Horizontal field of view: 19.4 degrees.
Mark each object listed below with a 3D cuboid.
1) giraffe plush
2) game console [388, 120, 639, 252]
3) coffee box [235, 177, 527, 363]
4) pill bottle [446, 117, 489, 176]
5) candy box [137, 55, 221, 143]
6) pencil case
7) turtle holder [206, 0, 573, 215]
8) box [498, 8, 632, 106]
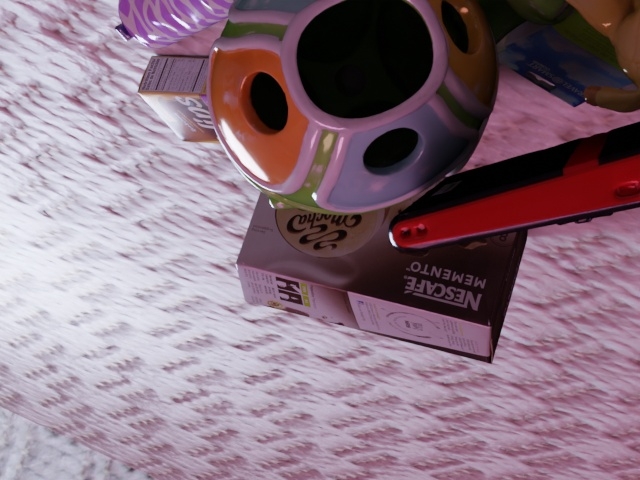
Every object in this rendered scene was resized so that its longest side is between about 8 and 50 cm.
[{"bbox_3d":[0.311,-0.189,1.521,0.181,0.210,0.170,-13,172,43],"label":"giraffe plush"},{"bbox_3d":[0.248,-0.057,1.611,0.342,0.060,0.386,-16,-177,12],"label":"game console"},{"bbox_3d":[0.073,0.013,2.125,0.297,0.168,0.119,14,157,11],"label":"coffee box"},{"bbox_3d":[0.055,-0.152,1.827,0.215,0.117,0.117,22,157,-9],"label":"pill bottle"},{"bbox_3d":[-0.091,-0.149,2.031,0.186,0.053,0.109,6,155,31],"label":"candy box"},{"bbox_3d":[-0.116,-0.248,1.792,0.206,0.086,0.088,-15,112,51],"label":"pencil case"},{"bbox_3d":[0.062,-0.144,1.625,0.320,0.243,0.227,3,176,-4],"label":"turtle holder"},{"bbox_3d":[0.251,-0.183,1.702,0.109,0.042,0.178,29,156,-22],"label":"box"}]
